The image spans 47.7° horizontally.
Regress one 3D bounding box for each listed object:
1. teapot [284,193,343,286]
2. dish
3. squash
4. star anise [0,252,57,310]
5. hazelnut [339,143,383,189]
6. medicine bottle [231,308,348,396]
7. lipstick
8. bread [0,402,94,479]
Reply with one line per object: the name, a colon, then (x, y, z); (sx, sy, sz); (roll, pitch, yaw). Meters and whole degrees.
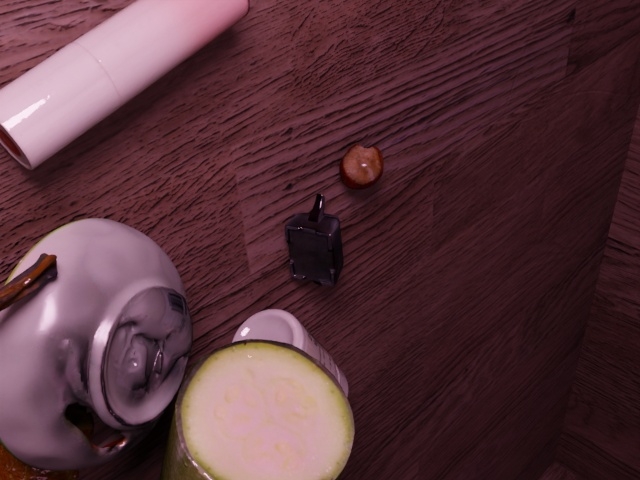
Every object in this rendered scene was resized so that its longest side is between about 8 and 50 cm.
teapot: (0.000, 0.000, 1.256); (0.096, 0.087, 0.177); (-58, 152, -44)
dish: (-0.251, 0.138, 0.911); (0.324, 0.124, 0.324); (6, 90, -66)
squash: (-0.118, 0.362, 1.118); (0.263, 0.263, 0.384); (-26, 151, -38)
star anise: (-0.418, -0.011, 0.692); (0.346, 0.148, 0.237); (24, 97, -44)
hazelnut: (0.072, -0.127, 1.260); (0.086, 0.086, 0.086); (-29, 134, -35)
medicine bottle: (-0.048, 0.236, 1.301); (0.144, 0.144, 0.252); (-51, 140, -13)
lipstick: (-0.226, -0.211, 0.831); (0.327, 0.087, 0.087); (-43, 140, -23)
bread: (-0.385, 0.309, 0.982); (0.132, 0.103, 0.172); (9, 108, -51)
